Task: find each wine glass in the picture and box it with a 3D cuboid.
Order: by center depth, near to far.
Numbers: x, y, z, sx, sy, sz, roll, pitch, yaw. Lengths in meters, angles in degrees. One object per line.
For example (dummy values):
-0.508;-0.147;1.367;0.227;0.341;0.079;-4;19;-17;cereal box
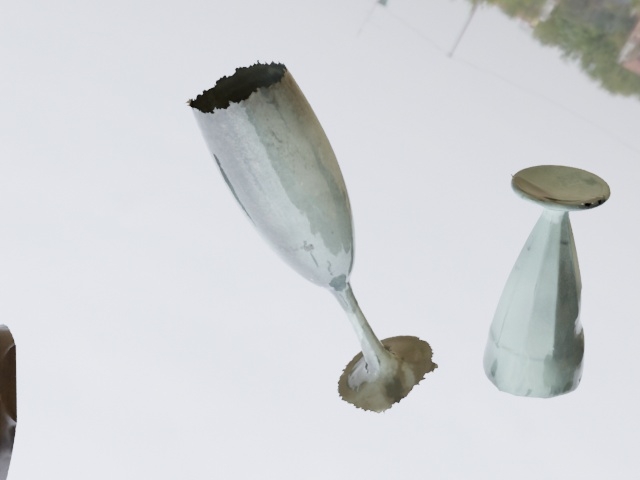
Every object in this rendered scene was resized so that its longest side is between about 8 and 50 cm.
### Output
0.000;0.000;0.445;0.066;0.066;0.198;-106;-9;-62;wine glass
0.158;0.030;0.579;0.073;0.155;0.073;2;-151;-1;wine glass

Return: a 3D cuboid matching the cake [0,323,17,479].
-0.415;0.173;0.845;0.178;0.207;0.185;9;-151;-31;cake
